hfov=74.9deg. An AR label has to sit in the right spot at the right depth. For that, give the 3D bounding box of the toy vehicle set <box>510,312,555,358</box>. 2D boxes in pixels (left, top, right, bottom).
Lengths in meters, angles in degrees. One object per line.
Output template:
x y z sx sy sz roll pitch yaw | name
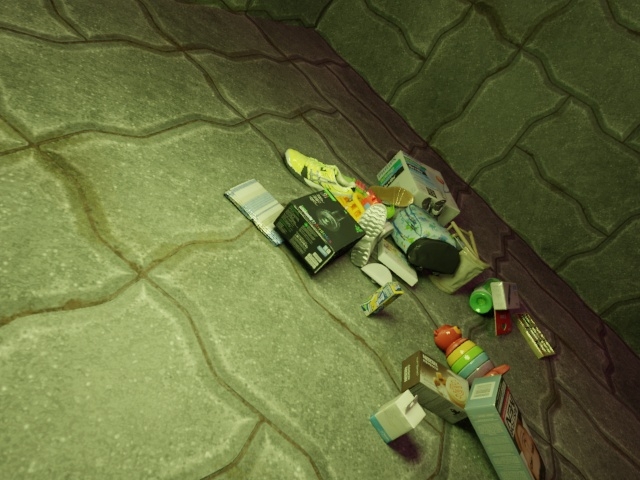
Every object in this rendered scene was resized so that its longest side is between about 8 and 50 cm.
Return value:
1.201 0.534 2.366 0.166 0.035 0.267 7 48 -41 | toy vehicle set

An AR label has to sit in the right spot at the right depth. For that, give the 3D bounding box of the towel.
-0.218 -0.115 1.620 0.285 0.034 0.209 45 31 0 | towel

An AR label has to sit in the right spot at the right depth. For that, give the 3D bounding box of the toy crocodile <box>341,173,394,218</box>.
0.230 -0.224 2.136 0.340 0.105 0.115 39 34 -5 | toy crocodile

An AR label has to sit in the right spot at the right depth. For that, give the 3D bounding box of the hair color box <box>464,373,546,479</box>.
0.653 0.690 1.466 0.185 0.113 0.375 -31 95 -55 | hair color box

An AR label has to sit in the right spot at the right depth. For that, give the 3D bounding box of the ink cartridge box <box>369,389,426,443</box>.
0.241 0.534 1.277 0.092 0.143 0.090 -15 64 -52 | ink cartridge box

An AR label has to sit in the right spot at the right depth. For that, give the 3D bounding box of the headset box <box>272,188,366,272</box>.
0.008 -0.048 1.579 0.246 0.131 0.283 50 34 10 | headset box

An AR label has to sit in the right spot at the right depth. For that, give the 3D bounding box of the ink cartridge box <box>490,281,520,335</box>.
0.963 0.349 2.159 0.296 0.066 0.261 9 74 -52 | ink cartridge box

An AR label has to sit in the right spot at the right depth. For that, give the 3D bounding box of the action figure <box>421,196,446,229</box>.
0.591 -0.087 2.234 0.185 0.285 0.099 23 43 28 | action figure

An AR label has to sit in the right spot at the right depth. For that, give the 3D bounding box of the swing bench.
0.666 0.093 2.105 0.165 0.253 0.255 22 38 -28 | swing bench

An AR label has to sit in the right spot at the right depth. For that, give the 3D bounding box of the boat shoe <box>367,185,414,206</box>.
0.383 -0.232 2.212 0.277 0.098 0.096 19 0 38 | boat shoe

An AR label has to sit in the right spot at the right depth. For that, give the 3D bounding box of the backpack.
0.487 -0.017 2.047 0.290 0.274 0.355 16 12 -24 | backpack

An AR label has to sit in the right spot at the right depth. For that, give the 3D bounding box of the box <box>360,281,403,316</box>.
0.232 0.223 1.587 0.059 0.169 0.054 5 50 -42 | box

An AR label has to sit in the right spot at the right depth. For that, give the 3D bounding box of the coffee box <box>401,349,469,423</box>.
0.415 0.527 1.505 0.246 0.098 0.141 35 35 -13 | coffee box

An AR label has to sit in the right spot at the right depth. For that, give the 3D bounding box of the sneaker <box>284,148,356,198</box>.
0.003 -0.317 1.967 0.384 0.147 0.145 36 36 -9 | sneaker

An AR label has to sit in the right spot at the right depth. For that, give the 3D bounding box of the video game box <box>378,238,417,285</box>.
0.353 0.097 1.932 0.205 0.048 0.187 39 23 -7 | video game box

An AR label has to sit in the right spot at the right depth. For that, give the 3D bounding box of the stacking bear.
0.583 0.465 1.699 0.175 0.164 0.289 -3 43 -46 | stacking bear

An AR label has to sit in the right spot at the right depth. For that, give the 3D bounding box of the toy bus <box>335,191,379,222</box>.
0.159 -0.138 1.848 0.149 0.211 0.220 24 30 -48 | toy bus

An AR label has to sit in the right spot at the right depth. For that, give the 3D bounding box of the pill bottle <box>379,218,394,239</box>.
0.258 -0.096 2.018 0.112 0.112 0.187 -17 66 -53 | pill bottle

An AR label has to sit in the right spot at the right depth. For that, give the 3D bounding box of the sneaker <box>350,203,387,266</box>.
0.202 -0.032 1.769 0.105 0.281 0.115 26 22 10 | sneaker

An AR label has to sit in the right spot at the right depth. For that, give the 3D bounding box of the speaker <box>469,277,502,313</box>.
0.894 0.290 2.239 0.131 0.131 0.296 52 35 13 | speaker

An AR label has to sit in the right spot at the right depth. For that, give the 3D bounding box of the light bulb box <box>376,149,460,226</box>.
0.560 -0.275 2.426 0.357 0.225 0.361 19 41 -31 | light bulb box

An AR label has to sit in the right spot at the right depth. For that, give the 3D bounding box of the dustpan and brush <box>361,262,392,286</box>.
0.266 0.142 1.826 0.147 0.060 0.211 39 39 13 | dustpan and brush
